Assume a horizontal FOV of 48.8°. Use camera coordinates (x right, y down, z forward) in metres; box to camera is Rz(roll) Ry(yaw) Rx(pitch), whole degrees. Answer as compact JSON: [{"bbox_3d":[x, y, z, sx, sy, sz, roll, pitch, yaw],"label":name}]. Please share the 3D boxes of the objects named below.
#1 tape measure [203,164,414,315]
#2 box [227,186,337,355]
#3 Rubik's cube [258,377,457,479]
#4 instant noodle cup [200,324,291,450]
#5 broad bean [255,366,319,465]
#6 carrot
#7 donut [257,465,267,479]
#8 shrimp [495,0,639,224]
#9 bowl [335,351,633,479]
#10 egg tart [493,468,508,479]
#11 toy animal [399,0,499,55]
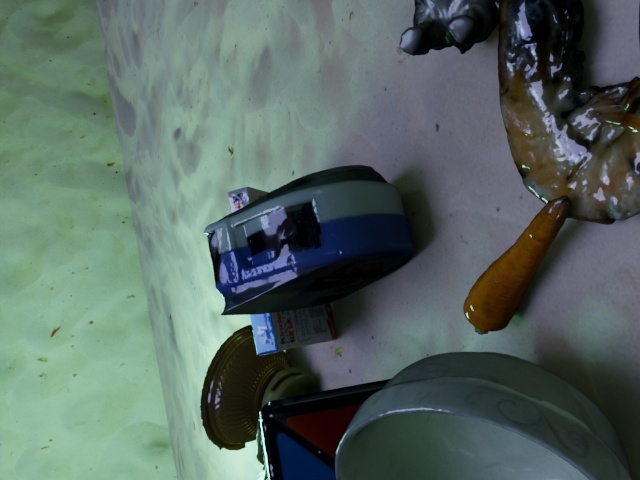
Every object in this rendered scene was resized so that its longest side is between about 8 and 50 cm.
[{"bbox_3d":[-0.002,0.000,1.039,0.262,0.259,0.138,-29,73,35],"label":"tape measure"},{"bbox_3d":[-0.060,0.054,1.235,0.048,0.265,0.273,-14,81,20],"label":"box"},{"bbox_3d":[0.051,0.334,0.981,0.250,0.247,0.248,107,155,-72],"label":"Rubik's cube"},{"bbox_3d":[-0.128,0.314,1.473,0.091,0.274,0.273,9,108,34],"label":"instant noodle cup"},{"bbox_3d":[-0.070,0.361,1.423,0.072,0.153,0.206,10,82,49],"label":"broad bean"},{"bbox_3d":[0.219,0.027,0.799,0.256,0.061,0.061,103,148,-49],"label":"carrot"},{"bbox_3d":[0.013,0.569,1.259,0.449,0.198,0.448,37,132,55],"label":"donut"},{"bbox_3d":[0.258,-0.193,0.671,0.233,0.071,0.364,15,114,59],"label":"shrimp"},{"bbox_3d":[0.184,0.236,0.759,0.307,0.163,0.307,16,134,18],"label":"bowl"},{"bbox_3d":[0.216,0.309,0.920,0.130,0.052,0.130,34,128,57],"label":"egg tart"},{"bbox_3d":[0.138,-0.377,0.770,0.106,0.168,0.343,0,97,29],"label":"toy animal"}]
